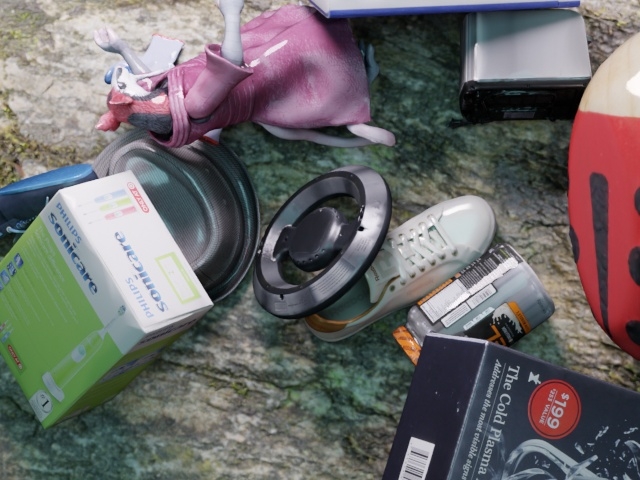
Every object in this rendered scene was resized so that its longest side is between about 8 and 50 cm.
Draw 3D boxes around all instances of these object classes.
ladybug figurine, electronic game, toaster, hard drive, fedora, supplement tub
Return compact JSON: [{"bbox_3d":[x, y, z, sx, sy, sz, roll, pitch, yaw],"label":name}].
[{"bbox_3d":[0.405,-0.035,1.614,0.162,0.305,0.449,-11,101,-19],"label":"ladybug figurine"},{"bbox_3d":[0.000,0.000,1.734,0.048,0.229,0.229,39,86,-33],"label":"electronic game"},{"bbox_3d":[0.255,-0.220,1.748,0.186,0.168,0.110,-1,78,5],"label":"toaster"},{"bbox_3d":[0.143,-0.327,1.718,0.319,0.210,0.040,-4,111,-12],"label":"hard drive"},{"bbox_3d":[-0.209,-0.042,1.788,0.244,0.124,0.275,-24,80,1],"label":"fedora"},{"bbox_3d":[0.194,0.100,1.728,0.190,0.117,0.117,-37,79,0],"label":"supplement tub"}]

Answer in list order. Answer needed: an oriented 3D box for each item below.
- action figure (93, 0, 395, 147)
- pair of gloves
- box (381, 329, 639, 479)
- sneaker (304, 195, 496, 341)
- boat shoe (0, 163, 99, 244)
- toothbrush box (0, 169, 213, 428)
[{"bbox_3d":[-0.127,-0.187,1.730,0.370,0.248,0.275,-26,103,-32],"label":"action figure"},{"bbox_3d":[-0.190,-0.211,1.832,0.198,0.023,0.159,19,56,3],"label":"pair of gloves"},{"bbox_3d":[0.246,0.317,1.601,0.313,0.179,0.343,19,83,-19],"label":"box"},{"bbox_3d":[0.107,0.037,1.745,0.290,0.123,0.106,-35,78,-2],"label":"sneaker"},{"bbox_3d":[-0.395,-0.036,1.816,0.258,0.109,0.089,-15,102,32],"label":"boat shoe"},{"bbox_3d":[-0.295,0.078,1.703,0.206,0.122,0.283,57,134,11],"label":"toothbrush box"}]
